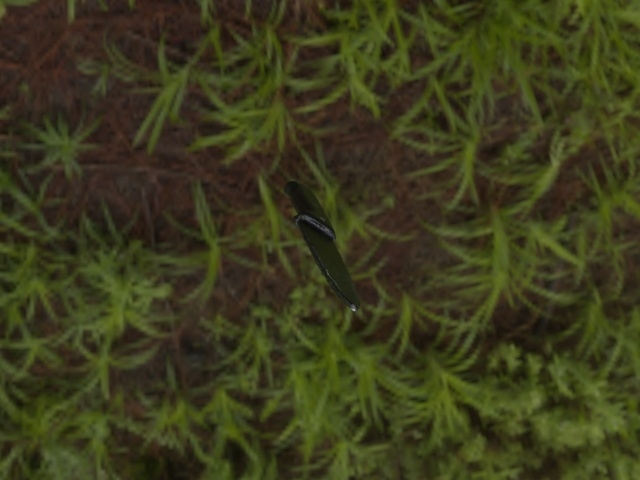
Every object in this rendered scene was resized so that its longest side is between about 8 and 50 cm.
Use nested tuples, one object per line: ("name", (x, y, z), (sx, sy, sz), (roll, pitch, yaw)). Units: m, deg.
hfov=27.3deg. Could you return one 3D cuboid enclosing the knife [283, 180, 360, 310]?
("knife", (0.000, 0.000, 0.614), (0.023, 0.170, 0.010), (26, 103, -17))
